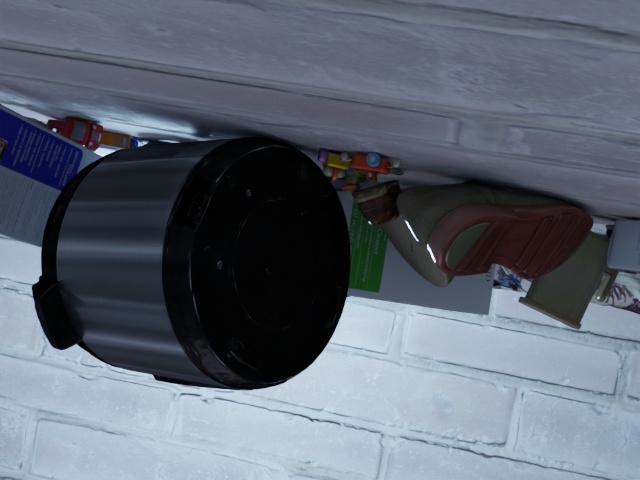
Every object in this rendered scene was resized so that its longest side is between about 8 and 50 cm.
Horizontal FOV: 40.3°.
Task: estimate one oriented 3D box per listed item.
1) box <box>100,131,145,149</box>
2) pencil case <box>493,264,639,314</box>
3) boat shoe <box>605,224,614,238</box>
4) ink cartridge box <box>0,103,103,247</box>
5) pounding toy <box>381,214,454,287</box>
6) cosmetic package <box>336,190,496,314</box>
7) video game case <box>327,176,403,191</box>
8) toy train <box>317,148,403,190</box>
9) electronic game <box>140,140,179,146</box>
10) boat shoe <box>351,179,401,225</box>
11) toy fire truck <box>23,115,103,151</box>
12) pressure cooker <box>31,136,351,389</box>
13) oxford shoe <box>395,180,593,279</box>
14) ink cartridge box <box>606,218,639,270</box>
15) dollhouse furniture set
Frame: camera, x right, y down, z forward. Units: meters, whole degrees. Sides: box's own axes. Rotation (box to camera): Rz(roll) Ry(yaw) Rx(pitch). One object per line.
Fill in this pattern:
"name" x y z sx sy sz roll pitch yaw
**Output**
"box" -0.392 -0.182 1.594 0.136 0.028 0.081 12 179 -2
"pencil case" 0.557 0.062 1.932 0.410 0.160 0.183 10 -167 33
"boat shoe" 0.585 0.013 1.552 0.206 0.065 0.075 11 179 -31
"ink cartridge box" -0.474 -0.101 1.298 0.069 0.176 0.371 13 172 31
"pounding toy" 0.201 -0.025 1.486 0.183 0.110 0.237 52 169 -3
"cosmetic package" 0.157 0.026 1.703 0.365 0.197 0.155 9 178 -27
"video game case" 0.071 -0.099 1.722 0.212 0.023 0.193 8 178 37
"toy train" 0.062 -0.097 1.271 0.125 0.046 0.166 10 179 15
"electronic game" -0.224 -0.141 1.602 0.229 0.048 0.229 10 179 0
"boat shoe" 0.089 -0.054 1.311 0.064 0.060 0.178 -17 -178 15
"toy fire truck" -0.465 -0.187 1.472 0.135 0.047 0.192 15 173 -38
"pressure cooker" -0.208 0.027 1.339 0.420 0.376 0.370 1 163 39
"oxford shoe" 0.281 -0.035 1.344 0.397 0.140 0.146 6 -148 -45
"ink cartridge box" 0.701 0.041 1.359 0.308 0.091 0.385 11 180 -31
"dollhouse furniture set" 0.426 0.059 1.597 0.212 0.161 0.242 26 179 1
